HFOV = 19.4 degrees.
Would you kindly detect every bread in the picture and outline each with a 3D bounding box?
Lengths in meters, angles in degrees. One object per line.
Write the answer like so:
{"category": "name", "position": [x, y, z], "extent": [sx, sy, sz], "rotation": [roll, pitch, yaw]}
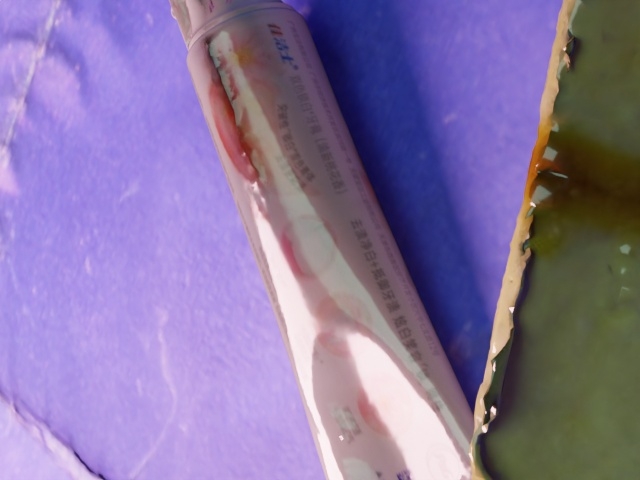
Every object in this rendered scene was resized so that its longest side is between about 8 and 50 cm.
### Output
{"category": "bread", "position": [0.197, 0.004, 0.656], "extent": [0.236, 0.198, 0.263], "rotation": [16, 96, 37]}

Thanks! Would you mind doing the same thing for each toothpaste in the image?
{"category": "toothpaste", "position": [0.000, 0.000, 0.924], "extent": [0.100, 0.066, 0.323], "rotation": [-31, 71, 33]}
